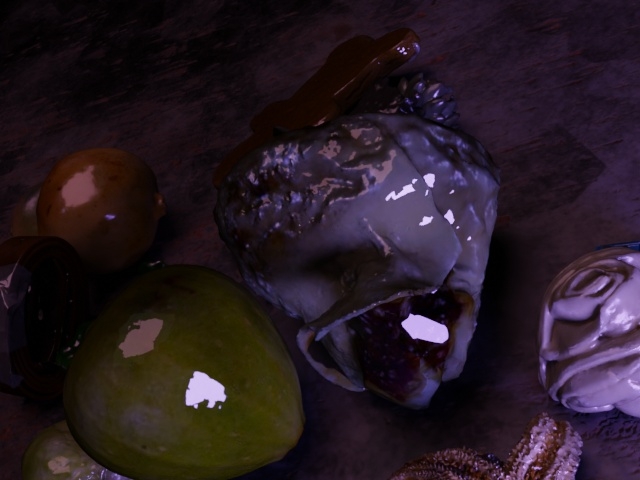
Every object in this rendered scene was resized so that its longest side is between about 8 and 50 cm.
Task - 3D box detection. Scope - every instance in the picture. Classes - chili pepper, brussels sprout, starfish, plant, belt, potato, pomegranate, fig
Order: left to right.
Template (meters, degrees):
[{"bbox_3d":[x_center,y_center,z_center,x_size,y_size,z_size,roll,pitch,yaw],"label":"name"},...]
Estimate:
[{"bbox_3d":[-0.466,0.122,1.647,0.105,0.184,0.262,3,81,35],"label":"belt"},{"bbox_3d":[-0.520,-0.048,1.944,0.202,0.117,0.182,-38,43,-9],"label":"potato"},{"bbox_3d":[-0.343,0.327,1.430,0.145,0.131,0.183,-11,28,-30],"label":"brussels sprout"},{"bbox_3d":[-0.388,-0.055,1.785,0.233,0.233,0.233,-18,41,16],"label":"pomegranate"},{"bbox_3d":[-0.320,0.132,1.656,0.099,0.083,0.253,14,53,38],"label":"chili pepper"},{"bbox_3d":[-0.166,0.189,1.344,0.316,0.316,0.316,-18,41,16],"label":"fig"},{"bbox_3d":[0.126,-0.194,1.672,0.194,0.129,0.132,-38,40,-3],"label":"plant"},{"bbox_3d":[0.204,0.320,1.111,0.303,0.113,0.312,-30,30,-3],"label":"starfish"}]

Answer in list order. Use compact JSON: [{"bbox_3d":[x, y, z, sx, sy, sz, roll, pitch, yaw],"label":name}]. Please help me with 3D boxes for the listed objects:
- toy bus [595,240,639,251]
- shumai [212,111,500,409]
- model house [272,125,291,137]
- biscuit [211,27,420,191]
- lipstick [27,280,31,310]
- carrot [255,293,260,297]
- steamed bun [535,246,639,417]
[{"bbox_3d":[0.400,0.026,1.335,0.083,0.046,0.038,-7,45,25],"label":"toy bus"},{"bbox_3d":[0.078,0.049,1.349,0.395,0.395,0.348,-21,62,13],"label":"shumai"},{"bbox_3d":[-0.037,-0.095,1.628,0.165,0.106,0.152,-123,47,-78],"label":"model house"},{"bbox_3d":[-0.019,-0.219,1.822,0.432,0.064,0.283,-46,25,-17],"label":"biscuit"},{"bbox_3d":[-0.538,0.113,1.845,0.234,0.053,0.053,-39,40,-2],"label":"lipstick"},{"bbox_3d":[0.000,0.000,1.594,0.263,0.102,0.102,-41,40,0],"label":"carrot"},{"bbox_3d":[0.352,0.095,1.216,0.211,0.144,0.218,-10,45,24],"label":"steamed bun"}]
